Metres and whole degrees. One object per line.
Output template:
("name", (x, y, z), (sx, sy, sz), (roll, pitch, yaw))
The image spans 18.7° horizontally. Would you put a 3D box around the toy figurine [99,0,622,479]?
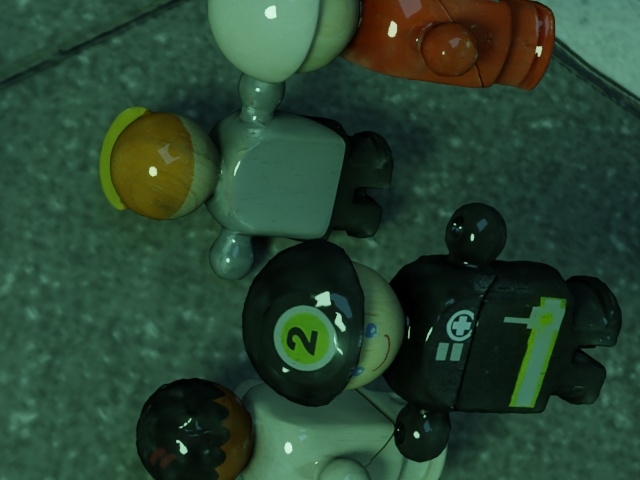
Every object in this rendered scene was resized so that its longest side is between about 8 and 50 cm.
("toy figurine", (0.000, 0.000, 0.795), (0.148, 0.209, 0.213), (4, 66, -29))
